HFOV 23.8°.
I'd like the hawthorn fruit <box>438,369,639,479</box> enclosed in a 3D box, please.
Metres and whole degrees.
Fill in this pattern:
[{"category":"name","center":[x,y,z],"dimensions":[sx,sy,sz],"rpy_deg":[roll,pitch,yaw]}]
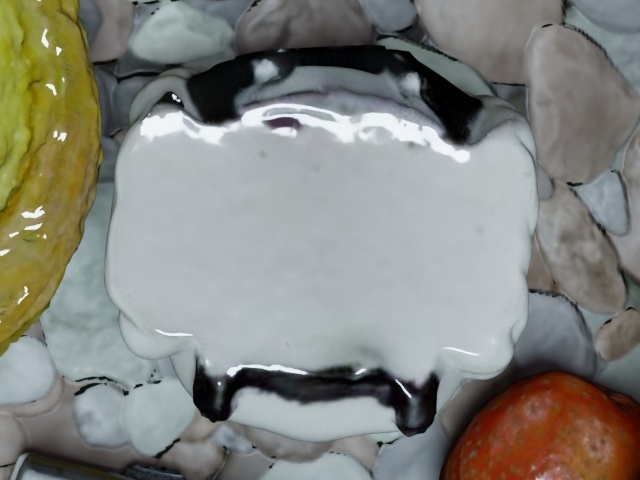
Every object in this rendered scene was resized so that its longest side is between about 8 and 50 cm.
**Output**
[{"category":"hawthorn fruit","center":[0.125,0.128,0.818],"dimensions":[0.128,0.128,0.128],"rpy_deg":[1,86,-10]}]

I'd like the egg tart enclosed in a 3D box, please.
[{"category":"egg tart","center":[-0.244,-0.056,0.765],"dimensions":[0.294,0.123,0.294],"rpy_deg":[0,86,-6]}]

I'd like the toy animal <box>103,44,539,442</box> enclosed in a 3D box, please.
[{"category":"toy animal","center":[0.000,0.000,0.787],"dimensions":[0.208,0.156,0.204],"rpy_deg":[3,87,-2]}]

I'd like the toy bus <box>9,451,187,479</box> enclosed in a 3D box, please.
[{"category":"toy bus","center":[-0.037,0.178,0.790],"dimensions":[0.268,0.106,0.092],"rpy_deg":[16,85,-8]}]
